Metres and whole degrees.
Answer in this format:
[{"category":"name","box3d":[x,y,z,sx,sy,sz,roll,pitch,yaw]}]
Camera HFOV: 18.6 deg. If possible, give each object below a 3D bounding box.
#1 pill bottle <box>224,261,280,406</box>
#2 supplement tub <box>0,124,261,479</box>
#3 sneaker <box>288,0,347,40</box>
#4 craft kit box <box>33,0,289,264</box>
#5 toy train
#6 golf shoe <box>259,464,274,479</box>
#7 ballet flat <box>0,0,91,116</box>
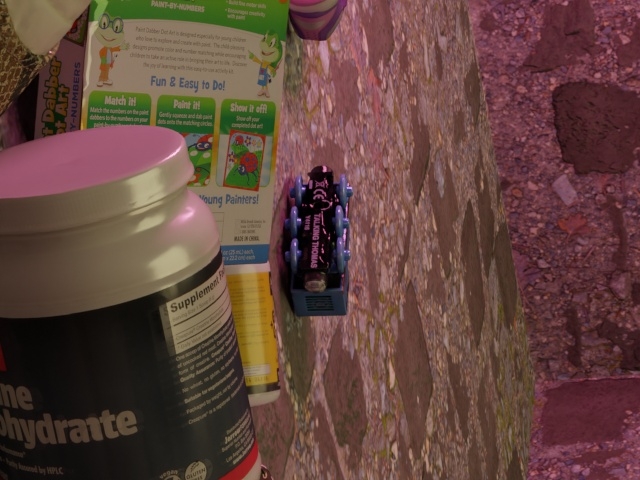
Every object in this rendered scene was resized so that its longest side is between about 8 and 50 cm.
[{"category":"pill bottle","box3d":[-0.095,0.064,1.831,0.103,0.103,0.184,-3,88,-77]},{"category":"supplement tub","box3d":[-0.154,0.072,1.392,0.191,0.191,0.272,-60,143,-67]},{"category":"sneaker","box3d":[0.001,-0.339,2.438,0.104,0.095,0.236,80,17,-48]},{"category":"craft kit box","box3d":[-0.126,-0.101,1.581,0.250,0.061,0.246,-1,101,-53]},{"category":"toy train","box3d":[0.000,0.000,2.324,0.105,0.080,0.184,83,8,-51]},{"category":"golf shoe","box3d":[-0.080,0.266,1.913,0.198,0.077,0.094,23,52,-83]},{"category":"ballet flat","box3d":[-0.204,-0.277,1.338,0.164,0.182,0.483,58,30,-64]}]
